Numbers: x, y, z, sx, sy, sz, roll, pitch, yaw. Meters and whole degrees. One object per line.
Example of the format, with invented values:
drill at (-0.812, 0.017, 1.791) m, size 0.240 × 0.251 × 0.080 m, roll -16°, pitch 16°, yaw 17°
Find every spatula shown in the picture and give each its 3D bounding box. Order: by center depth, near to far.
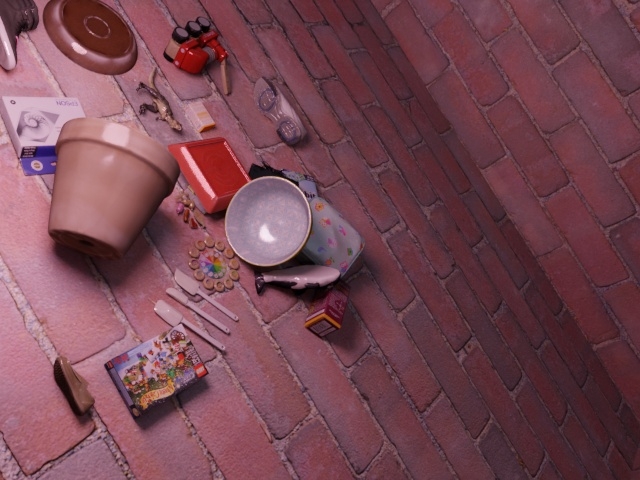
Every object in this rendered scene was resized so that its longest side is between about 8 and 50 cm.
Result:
spatula at (-0.353, 0.210, 1.747) m, size 0.242 × 0.019 × 0.168 m, roll 40°, pitch 37°, yaw -20°

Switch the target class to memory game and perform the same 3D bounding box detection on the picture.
memory game at (-0.328, 0.071, 1.865) m, size 0.186 × 0.012 × 0.186 m, roll 24°, pitch 50°, yaw -32°

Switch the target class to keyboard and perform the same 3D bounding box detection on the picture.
keyboard at (-0.168, -0.217, 2.175) m, size 0.192 × 0.038 × 0.100 m, roll 22°, pitch 70°, yaw -13°

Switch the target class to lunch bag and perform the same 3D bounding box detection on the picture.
lunch bag at (0.000, 0.000, 2.137) m, size 0.279 × 0.108 × 0.224 m, roll 42°, pitch 65°, yaw -12°

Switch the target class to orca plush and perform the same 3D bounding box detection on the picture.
orca plush at (-0.076, 0.153, 1.994) m, size 0.287 × 0.102 × 0.151 m, roll -10°, pitch 32°, yaw -26°

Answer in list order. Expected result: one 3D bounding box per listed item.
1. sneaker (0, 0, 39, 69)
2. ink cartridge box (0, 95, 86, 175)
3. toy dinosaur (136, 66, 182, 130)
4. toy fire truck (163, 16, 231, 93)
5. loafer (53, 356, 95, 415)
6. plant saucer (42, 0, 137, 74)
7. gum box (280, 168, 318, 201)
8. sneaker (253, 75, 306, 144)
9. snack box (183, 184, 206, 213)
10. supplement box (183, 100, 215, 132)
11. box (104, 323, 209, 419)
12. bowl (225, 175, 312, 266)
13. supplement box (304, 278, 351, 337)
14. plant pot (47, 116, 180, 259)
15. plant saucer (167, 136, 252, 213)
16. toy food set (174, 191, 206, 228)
sneaker at (-0.862, -0.609, 1.709) m, size 0.146 × 0.104 × 0.296 m, roll -9°, pitch 67°, yaw -42°
ink cartridge box at (-0.742, -0.295, 1.669) m, size 0.223 × 0.045 × 0.224 m, roll -15°, pitch 76°, yaw -49°
toy dinosaur at (-0.543, -0.462, 1.973) m, size 0.118 × 0.064 × 0.268 m, roll -6°, pitch 67°, yaw -54°
toy fire truck at (-0.415, -0.648, 2.177) m, size 0.246 × 0.158 × 0.217 m, roll 40°, pitch 41°, yaw -3°
loafer at (-0.576, 0.337, 1.411) m, size 0.050 × 0.056 × 0.148 m, roll -25°, pitch 93°, yaw -51°
plant saucer at (-0.726, -0.675, 1.940) m, size 0.310 × 0.050 × 0.311 m, roll 26°, pitch 49°, yaw -33°
gum box at (-0.078, -0.167, 2.252) m, size 0.156 × 0.041 × 0.185 m, roll 9°, pitch 59°, yaw -40°
sneaker at (-0.160, -0.508, 2.372) m, size 0.297 × 0.111 × 0.129 m, roll 60°, pitch 24°, yaw -1°
snack box at (-0.368, -0.161, 1.959) m, size 0.100 × 0.037 × 0.141 m, roll 49°, pitch 39°, yaw -11°
supplement box at (-0.419, -0.429, 2.089) m, size 0.062 × 0.036 × 0.098 m, roll -31°, pitch 88°, yaw -50°
box at (-0.421, 0.336, 1.570) m, size 0.233 × 0.044 × 0.159 m, roll -27°, pitch 84°, yaw -50°
bowl at (-0.150, -0.054, 1.969) m, size 0.290 × 0.289 × 0.156 m, roll 66°, pitch 10°, yaw 11°
supplement box at (0.026, 0.223, 2.046) m, size 0.080 × 0.104 × 0.188 m, roll 40°, pitch 42°, yaw -20°
plant pot at (-0.561, -0.111, 1.565) m, size 0.323 × 0.323 × 0.281 m, roll 27°, pitch 65°, yaw -31°
plant saucer at (-0.338, -0.231, 1.976) m, size 0.259 × 0.047 × 0.258 m, roll 58°, pitch 34°, yaw 5°
toy food set at (-0.413, -0.087, 1.882) m, size 0.078 × 0.019 × 0.122 m, roll -29°, pitch 94°, yaw -50°
